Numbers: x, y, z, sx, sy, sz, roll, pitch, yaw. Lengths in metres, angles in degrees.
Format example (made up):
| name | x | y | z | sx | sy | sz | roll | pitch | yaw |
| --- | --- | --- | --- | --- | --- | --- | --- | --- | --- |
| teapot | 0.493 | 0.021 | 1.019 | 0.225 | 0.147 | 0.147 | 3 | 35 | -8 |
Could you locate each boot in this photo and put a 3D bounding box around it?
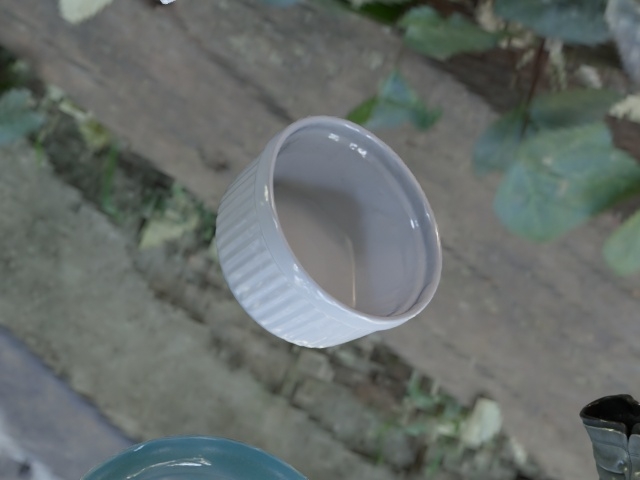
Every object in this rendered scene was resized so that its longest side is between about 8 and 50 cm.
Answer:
| name | x | y | z | sx | sy | sz | roll | pitch | yaw |
| --- | --- | --- | --- | --- | --- | --- | --- | --- | --- |
| boot | 0.310 | 0.222 | 1.414 | 0.246 | 0.083 | 0.161 | 17 | 127 | 43 |

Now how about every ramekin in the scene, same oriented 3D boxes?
| name | x | y | z | sx | sy | sz | roll | pitch | yaw |
| --- | --- | --- | --- | --- | --- | --- | --- | --- | --- |
| ramekin | 0.000 | 0.000 | 1.604 | 0.207 | 0.207 | 0.109 | 37 | 135 | -22 |

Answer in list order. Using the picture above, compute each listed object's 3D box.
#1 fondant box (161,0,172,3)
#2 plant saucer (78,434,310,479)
| name | x | y | z | sx | sy | sz | roll | pitch | yaw |
| --- | --- | --- | --- | --- | --- | --- | --- | --- | --- |
| fondant box | 0.001 | -0.342 | 1.396 | 0.330 | 0.238 | 0.096 | -19 | 130 | 8 |
| plant saucer | -0.110 | 0.332 | 1.575 | 0.317 | 0.318 | 0.044 | 26 | 151 | -7 |
